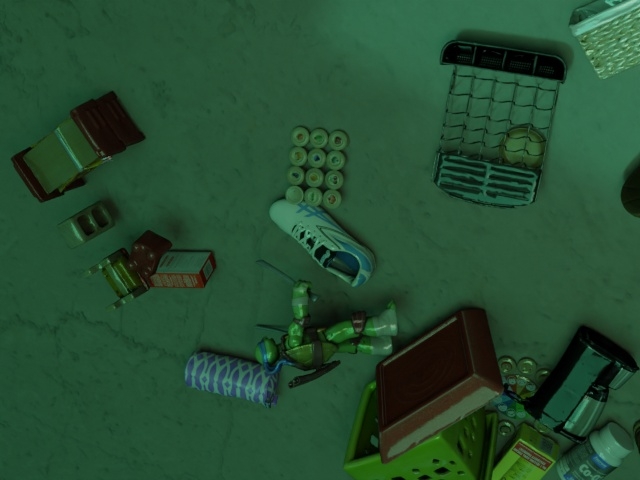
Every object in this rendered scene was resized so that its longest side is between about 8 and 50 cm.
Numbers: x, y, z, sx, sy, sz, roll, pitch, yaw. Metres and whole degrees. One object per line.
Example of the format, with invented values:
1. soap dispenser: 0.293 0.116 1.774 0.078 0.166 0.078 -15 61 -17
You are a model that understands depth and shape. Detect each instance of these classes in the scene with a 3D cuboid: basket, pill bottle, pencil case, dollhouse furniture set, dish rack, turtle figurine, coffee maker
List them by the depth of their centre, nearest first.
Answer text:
1. basket: 0.484 -0.333 1.443 0.167 0.113 0.103 -22 107 26
2. dish rack: 0.292 -0.190 1.575 0.208 0.074 0.272 13 104 17
3. coffee maker: 0.452 0.250 1.675 0.171 0.120 0.178 23 108 -14
4. pill bottle: 0.517 0.407 1.753 0.078 0.078 0.137 40 119 1
5. turtle figurine: 0.002 0.145 1.788 0.266 0.275 0.198 -2 114 -6
6. dollhouse furniture set: -0.413 -0.075 1.845 0.201 0.152 0.374 -28 98 27
7. pencil case: -0.184 0.291 1.963 0.206 0.086 0.088 13 143 16

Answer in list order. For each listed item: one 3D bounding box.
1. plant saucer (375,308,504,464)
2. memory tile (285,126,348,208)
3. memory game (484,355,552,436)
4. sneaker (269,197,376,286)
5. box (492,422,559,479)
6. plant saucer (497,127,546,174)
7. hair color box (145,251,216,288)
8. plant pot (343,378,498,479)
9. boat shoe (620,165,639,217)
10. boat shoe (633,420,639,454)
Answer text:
1. plant saucer: 0.195 0.246 1.680 0.258 0.259 0.048 -36 113 19
2. memory tile: -0.008 -0.135 1.738 0.113 0.012 0.148 8 100 15
3. memory game: 0.379 0.306 1.799 0.186 0.012 0.186 8 114 18
4. sneaker: 0.000 0.000 1.771 0.237 0.086 0.085 35 120 5
5. box: 0.372 0.469 1.836 0.087 0.058 0.232 33 121 5
6. plant saucer: 0.350 -0.156 1.617 0.083 0.015 0.084 7 113 18
7. hair color box: -0.293 0.059 1.906 0.141 0.072 0.043 1 128 20
8. plant pot: 0.206 0.380 1.761 0.228 0.227 0.207 -26 117 32
9. boat shoe: 0.623 -0.137 1.487 0.098 0.109 0.302 21 125 -35
10. boat shoe: 0.628 0.420 1.727 0.064 0.060 0.178 -23 102 26
